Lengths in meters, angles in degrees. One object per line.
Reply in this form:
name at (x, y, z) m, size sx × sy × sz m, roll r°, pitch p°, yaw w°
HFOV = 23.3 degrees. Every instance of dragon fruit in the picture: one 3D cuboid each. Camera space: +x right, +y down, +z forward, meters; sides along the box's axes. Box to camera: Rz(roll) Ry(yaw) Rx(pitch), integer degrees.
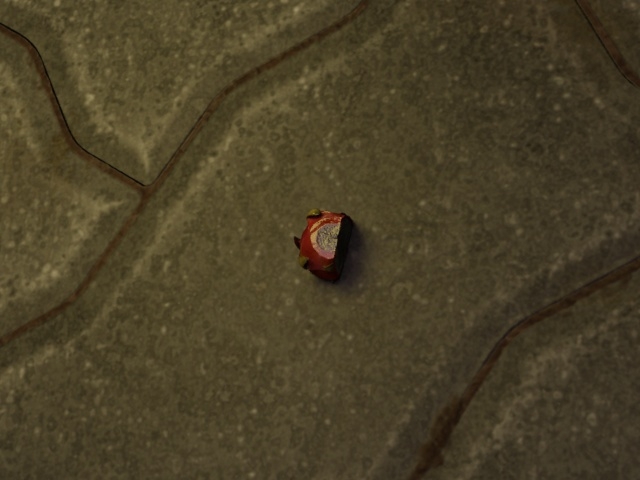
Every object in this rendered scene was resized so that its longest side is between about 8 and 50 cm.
dragon fruit at (0.000, 0.000, 1.794) m, size 0.060 × 0.056 × 0.083 m, roll 8°, pitch 72°, yaw 20°
